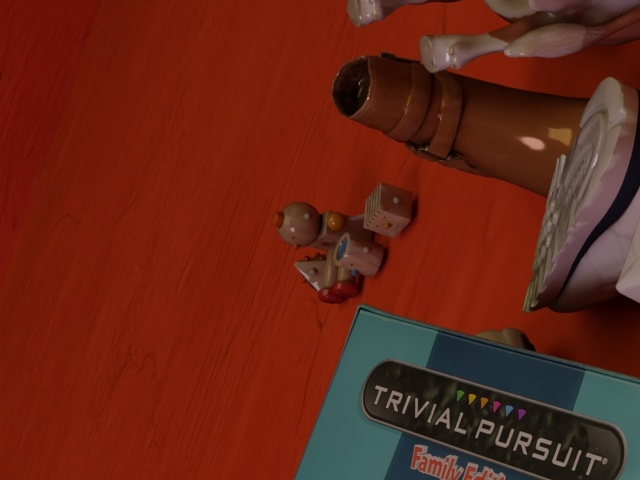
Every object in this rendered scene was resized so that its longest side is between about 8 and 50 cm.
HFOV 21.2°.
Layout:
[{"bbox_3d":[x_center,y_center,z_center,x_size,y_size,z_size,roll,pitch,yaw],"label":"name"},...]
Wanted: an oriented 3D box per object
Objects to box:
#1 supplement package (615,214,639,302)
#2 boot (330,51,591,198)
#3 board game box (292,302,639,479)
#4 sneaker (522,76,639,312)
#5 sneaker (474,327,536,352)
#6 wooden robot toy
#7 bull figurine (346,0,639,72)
[{"bbox_3d":[0.254,-0.060,0.583,0.262,0.145,0.204,-23,42,66],"label":"supplement package"},{"bbox_3d":[0.098,-0.070,1.032,0.197,0.152,0.073,0,72,69],"label":"boot"},{"bbox_3d":[0.061,0.218,0.849,0.254,0.079,0.336,13,79,53],"label":"board game box"},{"bbox_3d":[0.168,-0.007,0.908,0.235,0.095,0.090,108,171,-74],"label":"sneaker"},{"bbox_3d":[0.036,0.171,1.032,0.292,0.118,0.110,-61,20,22],"label":"sneaker"},{"bbox_3d":[0.000,0.000,1.335,0.173,0.079,0.076,-31,44,61],"label":"wooden robot toy"},{"bbox_3d":[0.116,-0.183,1.079,0.310,0.188,0.101,-147,42,-63],"label":"bull figurine"}]
